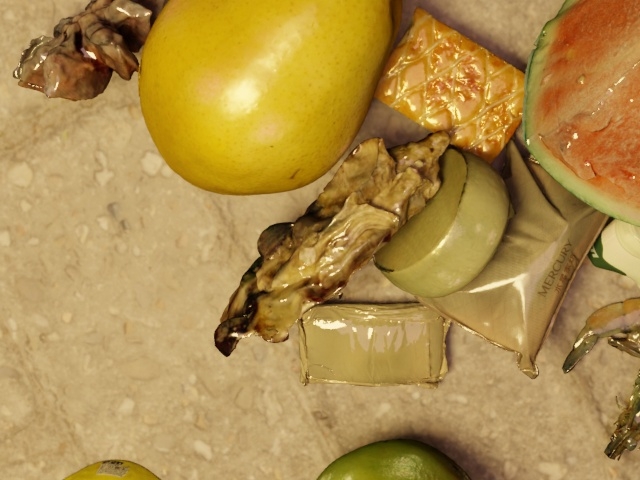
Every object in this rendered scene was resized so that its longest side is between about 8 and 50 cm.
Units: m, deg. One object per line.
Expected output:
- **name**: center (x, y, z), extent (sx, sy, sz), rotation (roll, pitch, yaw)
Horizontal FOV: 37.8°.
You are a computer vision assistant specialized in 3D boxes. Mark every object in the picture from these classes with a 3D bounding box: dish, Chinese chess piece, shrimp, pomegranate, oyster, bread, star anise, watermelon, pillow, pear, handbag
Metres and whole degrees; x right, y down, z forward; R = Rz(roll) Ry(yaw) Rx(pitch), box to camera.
- **dish**: center (-0.297, 0.384, 1.277), extent (0.207, 0.080, 0.149), rotation (-10, 97, 2)
- **Chinese chess piece**: center (0.147, -0.020, 1.144), extent (0.083, 0.188, 0.188), rotation (30, 99, -25)
- **shrimp**: center (0.398, 0.177, 1.234), extent (0.150, 0.051, 0.217), rotation (23, 91, 2)
- **pomegranate**: center (0.066, 0.395, 1.187), extent (0.340, 0.260, 0.261), rotation (-25, 96, 9)
- **oyster**: center (0.009, -0.006, 1.111), extent (0.361, 0.221, 0.096), rotation (-38, 113, 16)
- **bread**: center (0.167, -0.189, 1.177), extent (0.188, 0.068, 0.125), rotation (32, 98, -2)
- **star anise**: center (-0.271, -0.251, 1.137), extent (0.093, 0.229, 0.236), rotation (48, 61, -34)
- **watermelon**: center (0.347, -0.208, 1.100), extent (0.222, 0.292, 0.319), rotation (-4, 132, 14)
- **pillow**: center (0.071, 0.138, 1.236), extent (0.208, 0.053, 0.119), rotation (0, 102, 3)
- **pear**: center (-0.050, -0.191, 1.069), extent (0.336, 0.285, 0.285), rotation (-11, 100, 46)
- **handbag**: center (0.247, 0.013, 1.175), extent (0.182, 0.117, 0.271), rotation (26, 89, 17)

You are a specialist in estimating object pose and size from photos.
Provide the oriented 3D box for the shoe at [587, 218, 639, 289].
- **shoe**: center (0.463, 0.028, 1.195), extent (0.264, 0.110, 0.095), rotation (22, 59, -20)
